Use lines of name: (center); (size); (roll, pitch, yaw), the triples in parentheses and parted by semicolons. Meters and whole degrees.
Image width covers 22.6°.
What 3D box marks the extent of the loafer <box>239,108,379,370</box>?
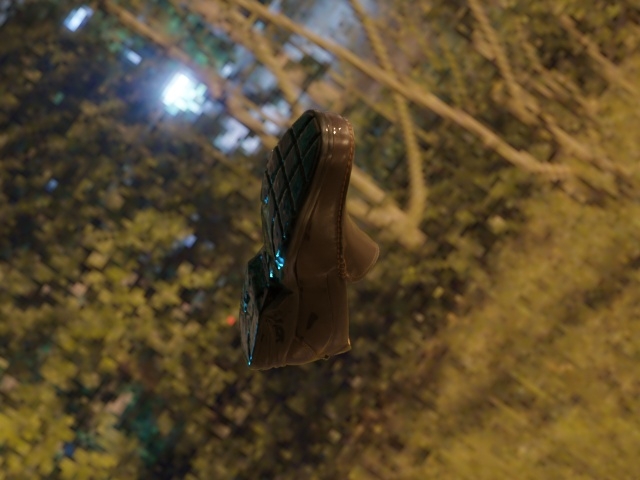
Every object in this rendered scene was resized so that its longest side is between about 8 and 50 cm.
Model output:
loafer: (0.000, 0.000, 0.831); (0.170, 0.061, 0.062); (106, 159, -46)
